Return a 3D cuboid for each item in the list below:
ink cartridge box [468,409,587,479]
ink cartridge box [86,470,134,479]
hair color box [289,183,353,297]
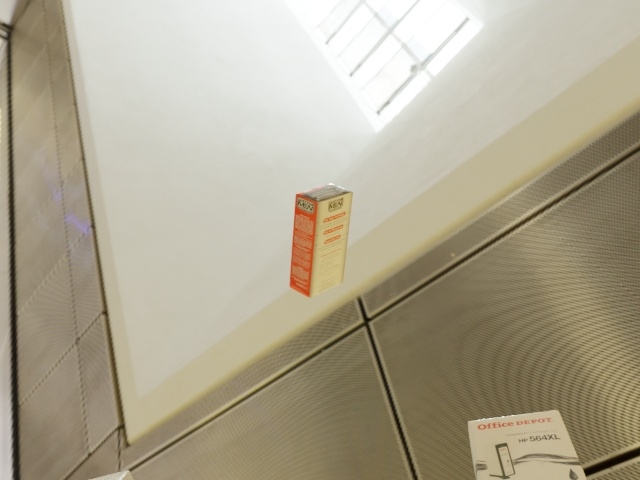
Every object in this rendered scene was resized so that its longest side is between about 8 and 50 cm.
[{"bbox_3d":[0.307,0.356,0.881,0.148,0.085,0.203,-10,-156,9],"label":"ink cartridge box"},{"bbox_3d":[-0.328,0.312,0.615,0.233,0.189,0.066,-17,-95,-4],"label":"ink cartridge box"},{"bbox_3d":[0.000,0.000,0.810,0.043,0.072,0.141,25,-59,36],"label":"hair color box"}]
